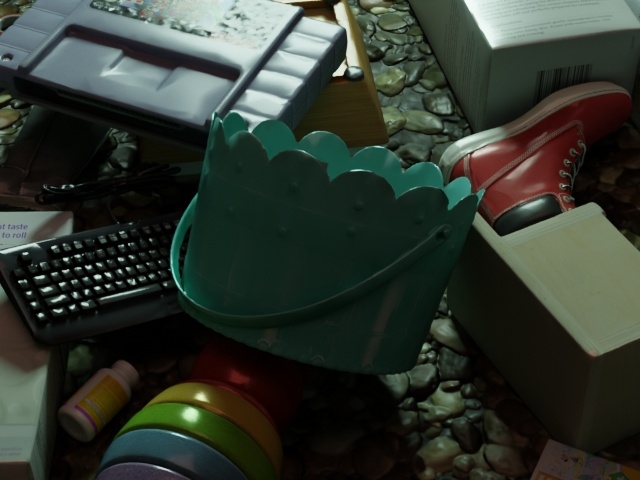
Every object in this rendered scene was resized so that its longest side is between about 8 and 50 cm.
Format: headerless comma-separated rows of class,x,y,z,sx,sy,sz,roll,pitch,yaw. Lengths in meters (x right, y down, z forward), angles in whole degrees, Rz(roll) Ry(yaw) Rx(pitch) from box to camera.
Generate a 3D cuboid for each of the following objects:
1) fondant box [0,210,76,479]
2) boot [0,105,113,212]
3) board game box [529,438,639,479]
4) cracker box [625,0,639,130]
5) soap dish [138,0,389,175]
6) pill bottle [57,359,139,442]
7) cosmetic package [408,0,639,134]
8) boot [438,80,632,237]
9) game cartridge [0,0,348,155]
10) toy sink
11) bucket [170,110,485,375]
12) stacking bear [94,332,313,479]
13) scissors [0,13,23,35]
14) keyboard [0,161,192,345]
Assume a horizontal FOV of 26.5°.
fondant box,-0.372,0.114,1.327,0.238,0.096,0.330,-1,43,-1
boot,-0.348,-0.102,1.566,0.189,0.076,0.209,15,51,-4
board game box,0.226,0.257,1.217,0.103,0.026,0.154,18,47,19
cracker box,0.407,-0.199,1.595,0.067,0.156,0.232,-11,44,-10
soap dish,-0.077,-0.193,1.624,0.290,0.118,0.229,-5,44,-5
pill bottle,-0.213,0.154,1.320,0.043,0.043,0.083,25,50,24
cosmetic package,0.238,-0.298,1.701,0.196,0.155,0.366,-9,44,-9
boot,0.279,-0.075,1.523,0.244,0.088,0.176,-27,49,-14
game cartridge,-0.172,-0.208,1.516,0.355,0.068,0.230,17,52,17
toy sink,0.240,0.066,1.328,0.131,0.153,0.234,-21,46,-19
bucket,0.000,0.000,1.283,0.281,0.183,0.281,15,9,-2
stacking bear,-0.102,0.195,1.204,0.175,0.164,0.289,14,41,14
scissors,-0.294,-0.277,1.789,0.297,0.021,0.109,-8,42,-9
keyboard,-0.194,-0.003,1.399,0.317,0.033,0.201,-14,56,-41
